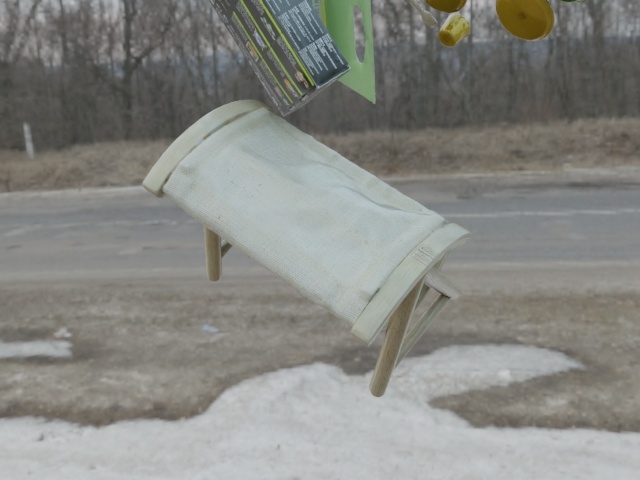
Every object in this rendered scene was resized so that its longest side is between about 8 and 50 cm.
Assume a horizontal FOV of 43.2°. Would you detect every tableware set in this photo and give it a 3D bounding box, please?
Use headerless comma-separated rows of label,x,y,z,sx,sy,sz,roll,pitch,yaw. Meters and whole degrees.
tableware set,0.131,-0.190,0.603,0.024,0.104,0.154,-49,11,-25

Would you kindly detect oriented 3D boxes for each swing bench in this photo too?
swing bench,0.000,0.000,0.802,0.253,0.165,0.254,35,-15,18

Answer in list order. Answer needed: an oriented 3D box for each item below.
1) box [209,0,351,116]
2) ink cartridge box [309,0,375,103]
box,-0.057,-0.224,0.801,0.045,0.190,0.184,-34,7,-12
ink cartridge box,-0.011,-0.285,1.050,0.056,0.171,0.235,-18,36,-18
